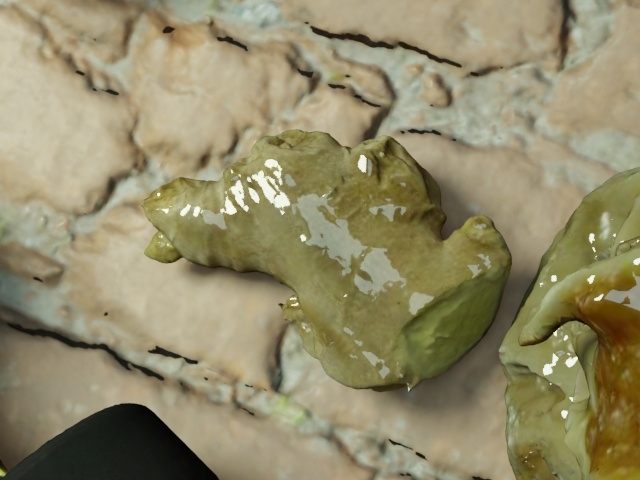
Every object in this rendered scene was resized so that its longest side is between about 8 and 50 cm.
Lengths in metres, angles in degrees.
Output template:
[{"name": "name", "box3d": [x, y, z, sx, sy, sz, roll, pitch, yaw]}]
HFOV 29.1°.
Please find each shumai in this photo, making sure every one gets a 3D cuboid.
[{"name": "shumai", "box3d": [0.235, 0.085, 0.585, 0.314, 0.262, 0.267, 44, 89, 10]}]

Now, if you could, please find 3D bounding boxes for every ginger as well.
[{"name": "ginger", "box3d": [0.004, -0.003, 0.727, 0.213, 0.074, 0.137, 32, 86, 17]}]

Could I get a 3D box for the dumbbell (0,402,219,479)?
[{"name": "dumbbell", "box3d": [-0.230, 0.101, 0.671, 0.322, 0.204, 0.204, 41, 88, 12]}]
